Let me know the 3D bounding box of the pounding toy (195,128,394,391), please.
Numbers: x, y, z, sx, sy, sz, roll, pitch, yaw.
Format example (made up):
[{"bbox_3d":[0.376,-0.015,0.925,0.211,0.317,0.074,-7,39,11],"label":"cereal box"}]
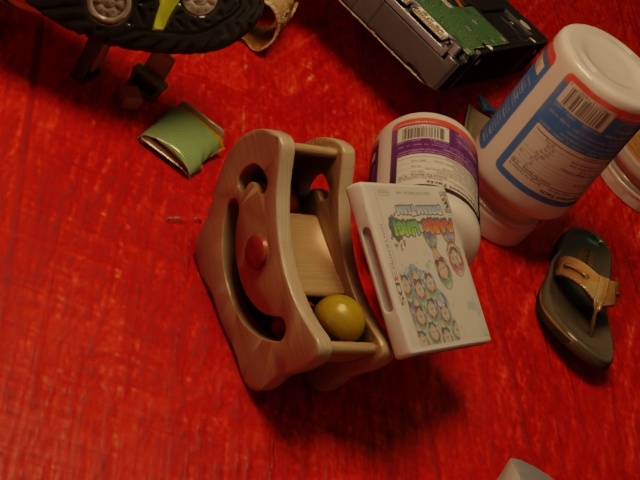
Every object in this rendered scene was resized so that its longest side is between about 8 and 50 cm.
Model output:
[{"bbox_3d":[0.000,0.000,1.196,0.154,0.154,0.269,5,46,-37],"label":"pounding toy"}]

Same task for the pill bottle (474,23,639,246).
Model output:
[{"bbox_3d":[0.231,-0.100,1.449,0.124,0.221,0.124,23,38,-19],"label":"pill bottle"}]

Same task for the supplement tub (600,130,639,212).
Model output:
[{"bbox_3d":[0.432,-0.134,1.679,0.144,0.200,0.144,23,38,-19],"label":"supplement tub"}]

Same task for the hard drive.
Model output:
[{"bbox_3d":[0.121,-0.279,1.643,0.237,0.064,0.339,45,23,9],"label":"hard drive"}]

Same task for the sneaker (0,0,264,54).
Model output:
[{"bbox_3d":[-0.234,-0.266,1.255,0.384,0.145,0.147,14,19,-8],"label":"sneaker"}]

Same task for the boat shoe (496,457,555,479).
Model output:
[{"bbox_3d":[0.148,0.268,1.043,0.136,0.156,0.367,37,6,8],"label":"boat shoe"}]

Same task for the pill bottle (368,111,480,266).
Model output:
[{"bbox_3d":[0.097,-0.026,1.348,0.108,0.108,0.193,26,37,-15],"label":"pill bottle"}]

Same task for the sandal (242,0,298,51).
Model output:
[{"bbox_3d":[-0.077,-0.235,1.481,0.240,0.088,0.079,-3,85,-60],"label":"sandal"}]

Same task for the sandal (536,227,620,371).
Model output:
[{"bbox_3d":[0.276,0.047,1.460,0.090,0.060,0.219,33,35,-5],"label":"sandal"}]

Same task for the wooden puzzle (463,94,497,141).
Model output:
[{"bbox_3d":[0.190,-0.116,1.616,0.078,0.014,0.116,38,35,-6],"label":"wooden puzzle"}]

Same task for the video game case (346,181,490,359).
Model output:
[{"bbox_3d":[0.084,0.022,1.179,0.157,0.019,0.143,-1,72,-60],"label":"video game case"}]

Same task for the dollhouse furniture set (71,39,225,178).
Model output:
[{"bbox_3d":[-0.148,-0.134,1.304,0.151,0.058,0.076,37,35,1],"label":"dollhouse furniture set"}]
